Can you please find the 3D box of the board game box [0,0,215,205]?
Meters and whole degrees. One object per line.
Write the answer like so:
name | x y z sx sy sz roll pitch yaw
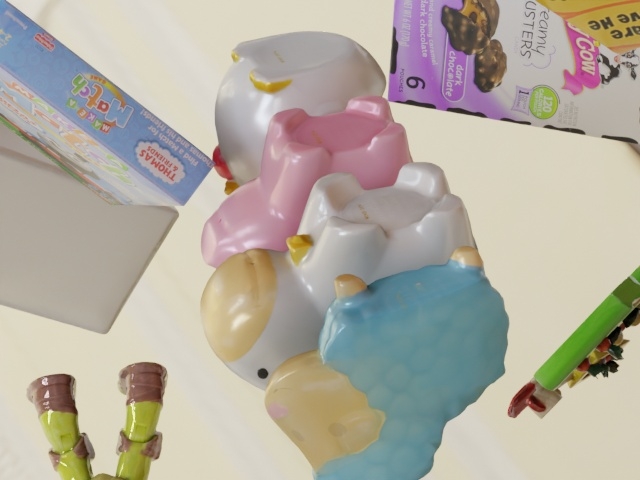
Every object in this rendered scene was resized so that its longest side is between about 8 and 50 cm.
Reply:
board game box | -0.162 -0.082 1.226 0.160 0.039 0.211 38 169 -14

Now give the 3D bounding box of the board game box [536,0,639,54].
board game box | 0.157 -0.338 0.757 0.356 0.356 0.356 28 -115 -33

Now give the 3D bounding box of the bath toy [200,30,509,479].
bath toy | 0.000 0.000 1.106 0.151 0.129 0.348 -10 -150 -6

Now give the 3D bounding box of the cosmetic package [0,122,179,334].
cosmetic package | -0.387 -0.084 1.877 0.453 0.161 0.230 20 -158 -37

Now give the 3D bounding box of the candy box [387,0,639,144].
candy box | 0.156 -0.172 1.436 0.196 0.165 0.070 11 -152 15

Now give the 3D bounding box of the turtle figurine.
turtle figurine | -0.169 0.206 1.451 0.087 0.269 0.217 52 -154 -66

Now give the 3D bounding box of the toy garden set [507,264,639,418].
toy garden set | 0.248 0.083 1.673 0.049 0.204 0.244 44 -145 8
